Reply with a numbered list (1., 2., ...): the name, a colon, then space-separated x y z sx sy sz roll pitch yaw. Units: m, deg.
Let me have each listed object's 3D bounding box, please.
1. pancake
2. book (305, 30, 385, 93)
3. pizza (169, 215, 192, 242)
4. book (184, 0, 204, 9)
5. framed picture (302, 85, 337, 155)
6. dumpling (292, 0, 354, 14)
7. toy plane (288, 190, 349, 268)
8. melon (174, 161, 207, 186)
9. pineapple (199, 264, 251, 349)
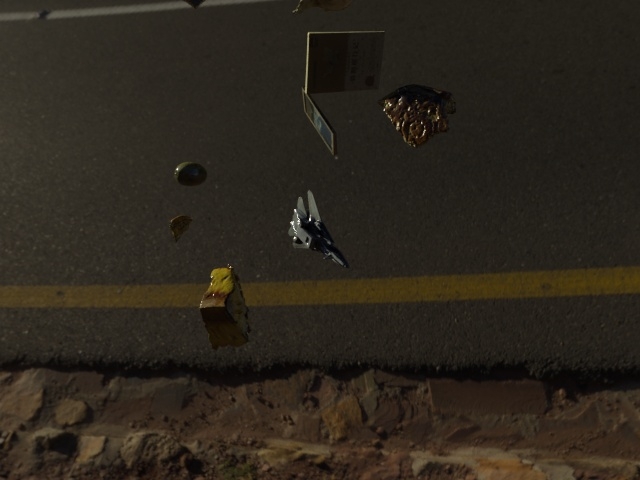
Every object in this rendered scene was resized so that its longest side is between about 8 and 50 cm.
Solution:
1. pancake: 0.340 -0.449 1.655 0.212 0.056 0.257 -39 74 13
2. book: 0.093 -0.664 1.814 0.310 0.217 0.021 -11 37 -21
3. pizza: -0.525 -0.041 1.827 0.026 0.123 0.109 18 105 20
4. book: -0.195 -0.463 0.773 0.127 0.014 0.182 39 65 -13
5. framed picture: -0.001 -0.494 2.014 0.023 0.189 0.260 -29 75 -7
6. dumpling: 0.014 -0.885 1.640 0.315 0.233 0.395 -41 21 -1
7. toy plane: -0.010 0.001 1.435 0.088 0.212 0.267 -7 42 -33
8. melon: -0.506 -0.259 1.898 0.130 0.098 0.098 -10 43 -39
9. pineapple: -0.273 0.189 1.362 0.114 0.186 0.237 -10 89 3
